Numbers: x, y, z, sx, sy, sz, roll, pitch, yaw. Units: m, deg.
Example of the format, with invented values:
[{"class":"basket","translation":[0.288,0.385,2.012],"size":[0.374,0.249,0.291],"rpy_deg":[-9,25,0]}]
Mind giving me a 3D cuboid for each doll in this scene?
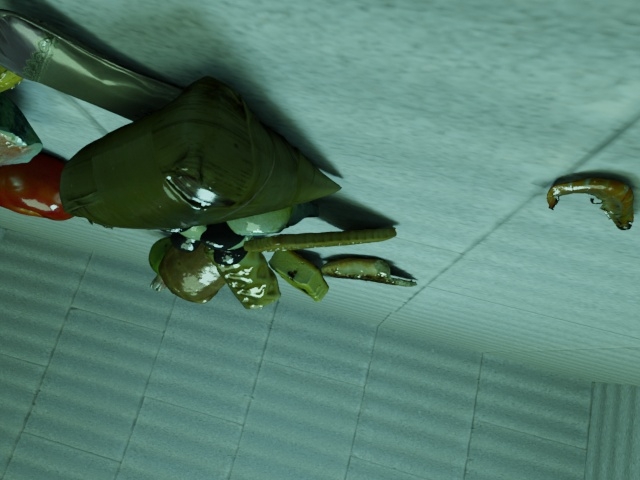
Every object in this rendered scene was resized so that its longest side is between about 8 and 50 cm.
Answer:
[{"class":"doll","translation":[-0.240,-0.042,0.886],"size":[0.235,0.134,0.143],"rpy_deg":[15,158,2]}]

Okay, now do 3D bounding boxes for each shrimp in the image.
[{"class":"shrimp","translation":[0.326,-0.041,0.521],"size":[0.127,0.025,0.091],"rpy_deg":[30,160,-33]}]

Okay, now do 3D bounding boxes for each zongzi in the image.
[{"class":"zongzi","translation":[-0.153,-0.073,0.613],"size":[0.274,0.145,0.300],"rpy_deg":[-12,166,30]}]

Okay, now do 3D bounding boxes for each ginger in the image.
[{"class":"ginger","translation":[-0.376,0.079,1.342],"size":[0.200,0.223,0.269],"rpy_deg":[39,168,-8]}]

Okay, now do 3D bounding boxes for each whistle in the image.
[{"class":"whistle","translation":[-0.079,-0.065,0.748],"size":[0.123,0.122,0.223],"rpy_deg":[5,-176,35]}]

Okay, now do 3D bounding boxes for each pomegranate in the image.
[{"class":"pomegranate","translation":[-0.538,0.091,1.579],"size":[0.180,0.209,0.180],"rpy_deg":[30,169,6]}]

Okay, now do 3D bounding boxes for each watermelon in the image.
[{"class":"watermelon","translation":[-0.525,-0.172,0.612],"size":[0.260,0.175,0.256],"rpy_deg":[-6,155,44]}]

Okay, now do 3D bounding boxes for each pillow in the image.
[{"class":"pillow","translation":[-0.264,-0.189,0.530],"size":[0.233,0.038,0.131],"rpy_deg":[20,159,-38]}]

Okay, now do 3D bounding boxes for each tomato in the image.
[{"class":"tomato","translation":[-0.635,-0.123,0.993],"size":[0.196,0.135,0.195],"rpy_deg":[12,167,3]}]

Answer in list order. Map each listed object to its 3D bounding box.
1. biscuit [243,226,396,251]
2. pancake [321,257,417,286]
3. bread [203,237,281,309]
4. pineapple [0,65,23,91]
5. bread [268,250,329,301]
[{"class":"biscuit","translation":[0.000,0.000,0.822],"size":[0.255,0.029,0.172],"rpy_deg":[-5,178,-28]},{"class":"pancake","translation":[0.144,0.088,1.211],"size":[0.245,0.057,0.266],"rpy_deg":[11,172,-19]},{"class":"bread","translation":[-0.213,0.065,1.187],"size":[0.152,0.129,0.267],"rpy_deg":[1,139,23]},{"class":"pineapple","translation":[-0.432,-0.222,0.537],"size":[0.114,0.077,0.114],"rpy_deg":[-7,141,48]},{"class":"bread","translation":[-0.058,0.115,1.383],"size":[0.138,0.077,0.361],"rpy_deg":[29,170,14]}]
